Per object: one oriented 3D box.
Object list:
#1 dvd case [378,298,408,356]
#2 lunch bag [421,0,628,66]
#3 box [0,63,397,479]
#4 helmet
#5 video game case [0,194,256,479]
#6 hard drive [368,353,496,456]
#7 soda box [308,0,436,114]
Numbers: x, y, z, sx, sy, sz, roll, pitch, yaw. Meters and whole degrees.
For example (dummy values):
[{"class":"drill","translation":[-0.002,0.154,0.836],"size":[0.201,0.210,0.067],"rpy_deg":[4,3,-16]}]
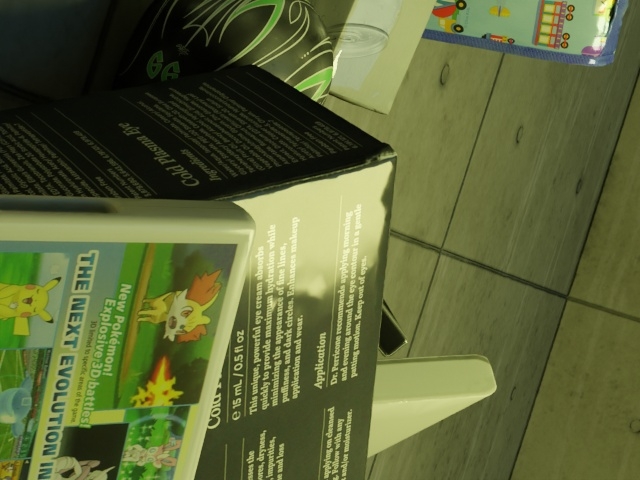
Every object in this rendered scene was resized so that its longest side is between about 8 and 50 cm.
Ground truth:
[{"class":"dvd case","translation":[0.000,0.000,1.148],"size":[0.029,0.179,0.239],"rpy_deg":[-37,-168,3]},{"class":"lunch bag","translation":[0.202,-0.310,1.325],"size":[0.138,0.293,0.221],"rpy_deg":[-36,139,-54]},{"class":"box","translation":[-0.136,0.089,0.845],"size":[0.312,0.179,0.343],"rpy_deg":[-15,124,-33]},{"class":"helmet","translation":[-0.070,-0.133,0.994],"size":[0.161,0.169,0.169],"rpy_deg":[-51,157,2]},{"class":"video game case","translation":[-0.205,0.128,0.665],"size":[0.300,0.036,0.329],"rpy_deg":[1,116,-32]},{"class":"hard drive","translation":[-0.009,0.177,1.173],"size":[0.203,0.307,0.040],"rpy_deg":[0,66,-31]},{"class":"soda box","translation":[0.061,-0.273,1.214],"size":[0.098,0.091,0.286],"rpy_deg":[18,98,-40]}]
